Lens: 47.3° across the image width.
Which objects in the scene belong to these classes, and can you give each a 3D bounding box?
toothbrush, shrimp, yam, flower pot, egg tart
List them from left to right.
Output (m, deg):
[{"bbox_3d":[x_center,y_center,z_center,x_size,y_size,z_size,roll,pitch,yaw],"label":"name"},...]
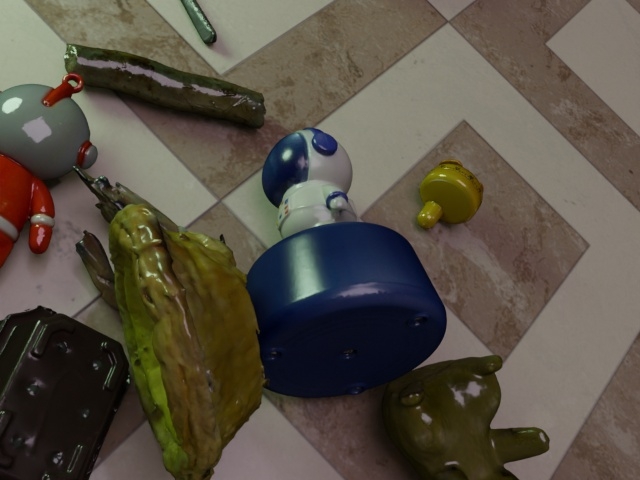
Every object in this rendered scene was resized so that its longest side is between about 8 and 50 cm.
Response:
[{"bbox_3d":[-0.318,0.195,0.858,0.178,0.084,0.251,33,52,-23],"label":"flower pot"},{"bbox_3d":[-0.263,0.017,1.007,0.254,0.059,0.145,37,75,-17],"label":"shrimp"},{"bbox_3d":[-0.237,-0.241,1.143,0.317,0.071,0.067,12,99,-18],"label":"yam"},{"bbox_3d":[-0.252,-0.458,1.261,0.030,0.030,0.297,-20,75,-39],"label":"toothbrush"},{"bbox_3d":[-0.149,0.112,0.842,0.132,0.345,0.346,-12,71,-20],"label":"egg tart"}]

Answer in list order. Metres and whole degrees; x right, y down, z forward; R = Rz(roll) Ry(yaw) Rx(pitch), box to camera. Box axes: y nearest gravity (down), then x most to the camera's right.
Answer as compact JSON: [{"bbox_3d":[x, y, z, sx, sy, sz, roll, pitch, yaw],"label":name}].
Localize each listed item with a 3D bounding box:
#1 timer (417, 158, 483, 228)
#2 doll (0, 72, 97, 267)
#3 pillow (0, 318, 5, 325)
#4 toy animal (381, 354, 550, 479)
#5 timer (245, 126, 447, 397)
[{"bbox_3d":[0.214,-0.072,1.228,0.107,0.107,0.109,41,54,0],"label":"timer"},{"bbox_3d":[-0.418,-0.099,0.986,0.199,0.105,0.337,28,67,-8],"label":"doll"},{"bbox_3d":[-0.455,0.201,0.849,0.212,0.052,0.208,-5,69,-29],"label":"pillow"},{"bbox_3d":[0.219,0.333,0.995,0.181,0.180,0.363,-22,78,-34],"label":"toy animal"},{"bbox_3d":[0.000,0.000,1.046,0.270,0.270,0.384,2,51,-22],"label":"timer"}]
